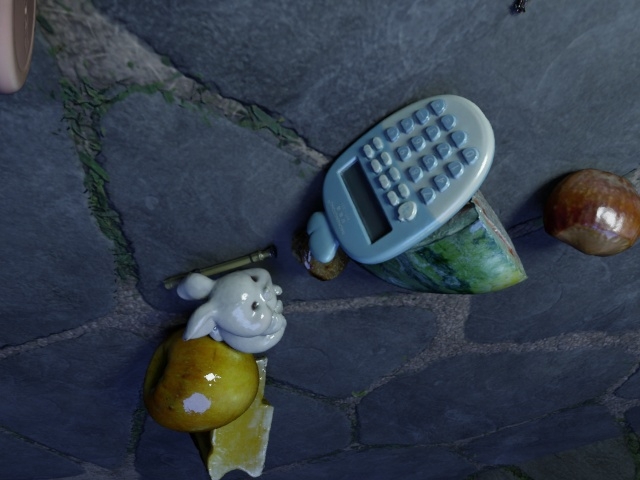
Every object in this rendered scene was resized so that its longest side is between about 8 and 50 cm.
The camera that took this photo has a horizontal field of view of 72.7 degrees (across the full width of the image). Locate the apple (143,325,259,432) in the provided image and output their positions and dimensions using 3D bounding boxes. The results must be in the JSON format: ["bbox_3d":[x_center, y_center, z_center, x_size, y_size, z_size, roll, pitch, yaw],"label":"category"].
[{"bbox_3d":[-0.246,0.294,0.917,0.208,0.236,0.237,29,126,-34],"label":"apple"}]

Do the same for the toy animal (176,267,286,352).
[{"bbox_3d":[-0.156,0.134,0.811,0.179,0.127,0.193,-15,151,12],"label":"toy animal"}]

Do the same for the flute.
[{"bbox_3d":[-0.191,0.054,0.816,0.233,0.027,0.027,-18,134,12],"label":"flute"}]

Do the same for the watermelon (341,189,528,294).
[{"bbox_3d":[0.186,-0.015,0.695,0.262,0.201,0.213,-11,146,44],"label":"watermelon"}]

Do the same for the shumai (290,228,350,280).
[{"bbox_3d":[0.002,0.004,0.747,0.105,0.139,0.123,26,102,10],"label":"shumai"}]

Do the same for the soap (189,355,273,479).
[{"bbox_3d":[-0.254,0.418,1.172,0.170,0.304,0.339,11,173,-24],"label":"soap"}]

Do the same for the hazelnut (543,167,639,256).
[{"bbox_3d":[0.448,-0.046,0.711,0.154,0.143,0.143,24,130,-6],"label":"hazelnut"}]

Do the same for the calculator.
[{"bbox_3d":[0.094,-0.074,0.605,0.303,0.188,0.042,-38,148,29],"label":"calculator"}]

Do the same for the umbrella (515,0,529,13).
[{"bbox_3d":[0.252,-0.306,0.502,0.032,0.020,0.083,8,139,-13],"label":"umbrella"}]

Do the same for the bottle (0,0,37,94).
[{"bbox_3d":[-0.418,-0.255,0.362,0.297,0.206,0.173,5,170,-26],"label":"bottle"}]
